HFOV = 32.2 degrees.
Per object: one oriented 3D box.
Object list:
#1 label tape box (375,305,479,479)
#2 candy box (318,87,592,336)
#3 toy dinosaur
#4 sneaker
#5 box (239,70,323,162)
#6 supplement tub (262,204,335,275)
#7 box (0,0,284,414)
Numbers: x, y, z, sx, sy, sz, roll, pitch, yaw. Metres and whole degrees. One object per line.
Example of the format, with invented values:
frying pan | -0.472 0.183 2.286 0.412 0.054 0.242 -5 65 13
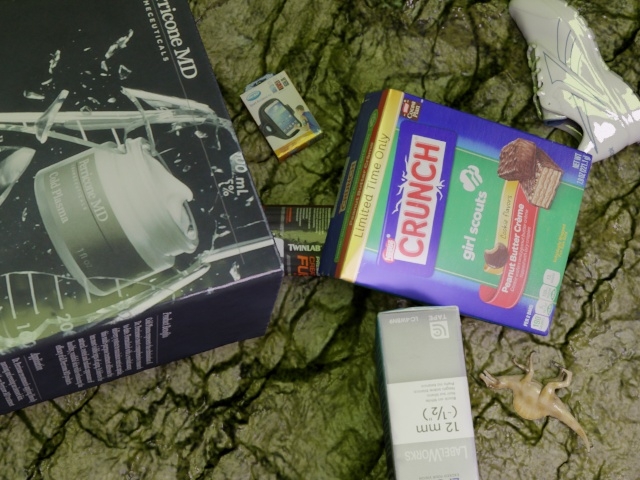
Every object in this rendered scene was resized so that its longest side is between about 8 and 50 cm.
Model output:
label tape box | 0.141 0.279 1.452 0.115 0.249 0.348 -7 75 0
candy box | 0.186 -0.037 1.531 0.317 0.122 0.268 16 86 -14
toy dinosaur | 0.320 0.217 1.574 0.183 0.053 0.092 30 94 17
sneaker | 0.365 -0.248 1.660 0.129 0.111 0.297 -33 76 0
box | -0.063 -0.197 1.699 0.081 0.028 0.136 -31 78 -6
supplement tub | 0.000 0.000 1.605 0.198 0.106 0.106 0 75 3
box | -0.354 -0.057 1.489 0.471 0.297 0.480 -16 72 -16
